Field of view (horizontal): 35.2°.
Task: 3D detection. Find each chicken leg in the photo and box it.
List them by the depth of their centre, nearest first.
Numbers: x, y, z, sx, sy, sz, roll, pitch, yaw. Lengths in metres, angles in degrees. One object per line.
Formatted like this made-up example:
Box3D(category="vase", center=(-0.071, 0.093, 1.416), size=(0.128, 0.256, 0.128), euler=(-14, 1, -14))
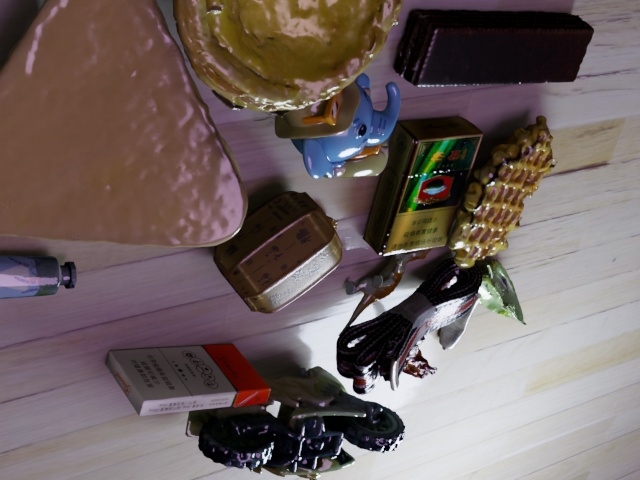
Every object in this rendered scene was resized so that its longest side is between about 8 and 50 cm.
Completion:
Box3D(category="chicken leg", center=(0.185, 0.229, 2.026), size=(0.053, 0.093, 0.205), euler=(-65, 152, -18))

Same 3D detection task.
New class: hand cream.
Box3D(category="hand cream", center=(-0.465, 0.051, 1.386), size=(0.256, 0.055, 0.088), euler=(1, 118, -32))
Box3D(category="hand cream", center=(0.280, 0.162, 2.074), size=(0.037, 0.057, 0.165), euler=(-51, 161, -55))

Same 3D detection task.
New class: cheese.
Box3D(category="cheese", center=(-0.308, -0.123, 1.249), size=(0.384, 0.104, 0.384), euler=(-2, 108, -7))

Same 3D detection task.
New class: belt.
Box3D(category="belt", center=(0.172, 0.152, 1.891), size=(0.359, 0.126, 0.094), euler=(-37, 143, -33))

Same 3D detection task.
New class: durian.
Box3D(category="durian", center=(0.357, 0.095, 2.041), size=(0.086, 0.100, 0.215), euler=(-44, 131, -2))

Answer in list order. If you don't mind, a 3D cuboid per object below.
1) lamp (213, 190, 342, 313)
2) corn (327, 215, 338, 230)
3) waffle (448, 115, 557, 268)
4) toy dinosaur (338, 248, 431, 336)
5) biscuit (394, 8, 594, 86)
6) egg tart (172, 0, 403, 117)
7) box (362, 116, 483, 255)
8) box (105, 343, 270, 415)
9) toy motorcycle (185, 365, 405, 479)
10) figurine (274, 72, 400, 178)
Box3D(category="lamp", center=(-0.068, 0.018, 1.596), size=(0.185, 0.161, 0.161), euler=(-35, 138, -5))
Box3D(category="corn", center=(0.000, 0.000, 1.723), size=(0.037, 0.037, 0.092), euler=(13, 114, -44))
Box3D(category="waffle", center=(0.340, -0.084, 1.878), size=(0.281, 0.058, 0.301), euler=(-26, 142, -42))
Box3D(category="toy dinosaur", center=(0.112, 0.082, 1.882), size=(0.142, 0.057, 0.212), euler=(-4, 137, -56))
Box3D(category="biscuit", center=(0.298, -0.319, 1.675), size=(0.388, 0.073, 0.107), euler=(-8, 129, -35))
Box3D(category="egg tart", center=(-0.048, -0.326, 1.281), size=(0.345, 0.132, 0.345), euler=(-17, 122, -29))
Box3D(category="box", center=(0.176, -0.093, 1.762), size=(0.159, 0.071, 0.240), euler=(-8, 128, -32))
Box3D(category="box", center=(-0.215, 0.225, 1.657), size=(0.245, 0.139, 0.035), euler=(1, 120, -41))
Box3D(category="toy motorcycle", center=(-0.053, 0.319, 1.797), size=(0.410, 0.237, 0.169), euler=(1, 107, -37))
Box3D(category="figurine", center=(0.028, -0.182, 1.536), size=(0.180, 0.154, 0.262), euler=(-63, 154, 7))
